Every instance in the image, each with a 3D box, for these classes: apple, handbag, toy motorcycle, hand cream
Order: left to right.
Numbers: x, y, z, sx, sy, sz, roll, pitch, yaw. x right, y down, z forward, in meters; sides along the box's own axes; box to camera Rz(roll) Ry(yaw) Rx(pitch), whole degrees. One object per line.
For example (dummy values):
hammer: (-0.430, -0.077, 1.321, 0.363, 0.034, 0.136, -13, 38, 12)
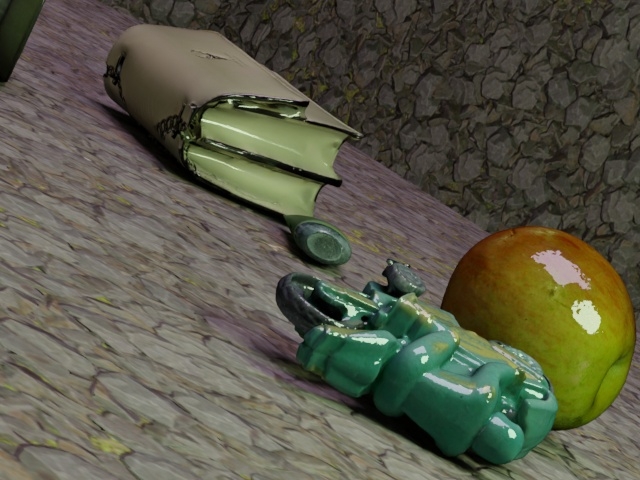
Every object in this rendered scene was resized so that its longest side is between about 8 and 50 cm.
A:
handbag: (-0.127, -0.165, 2.340, 0.236, 0.160, 0.358, 15, 13, -28)
hand cream: (0.000, 0.000, 2.119, 0.095, 0.046, 0.175, 26, 1, -5)
toy motorcycle: (0.094, 0.117, 1.509, 0.296, 0.109, 0.198, 23, 20, -25)
apple: (0.213, 0.090, 1.724, 0.196, 0.196, 0.196, 28, 8, -4)

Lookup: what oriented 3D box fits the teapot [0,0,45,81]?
teapot: (-0.490, -0.331, 2.120, 0.337, 0.200, 0.270, 25, 41, -12)
